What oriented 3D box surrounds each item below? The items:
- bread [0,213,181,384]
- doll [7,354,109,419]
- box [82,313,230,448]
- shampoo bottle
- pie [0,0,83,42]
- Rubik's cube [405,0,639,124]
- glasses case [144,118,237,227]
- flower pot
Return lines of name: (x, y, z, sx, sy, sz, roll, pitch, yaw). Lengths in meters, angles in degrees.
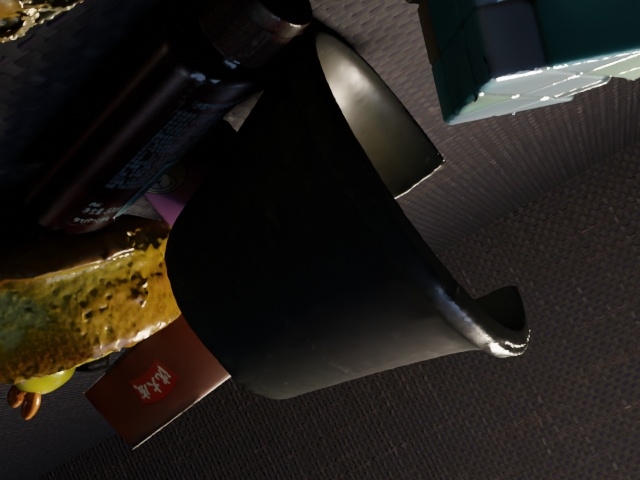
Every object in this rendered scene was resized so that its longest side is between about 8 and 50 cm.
bread: (-0.272, 0.055, 1.006, 0.268, 0.145, 0.268, -19, -171, 3)
doll: (-0.392, 0.161, 1.349, 0.221, 0.143, 0.135, -39, 144, 16)
box: (-0.130, 0.106, 1.395, 0.344, 0.122, 0.385, -40, -178, 44)
shampoo bottle: (-0.139, -0.120, 0.809, 0.323, 0.084, 0.129, -37, 170, 37)
pie: (-0.207, -0.182, 0.470, 0.274, 0.055, 0.274, -21, 166, -5)
Rubik's cube: (0.178, -0.230, 0.770, 0.224, 0.213, 0.265, -11, 177, -6)
glasses case: (-0.132, -0.060, 1.076, 0.123, 0.076, 0.316, -31, 167, -2)
flower pot: (0.000, 0.000, 0.900, 0.251, 0.379, 0.379, -33, 167, 18)
